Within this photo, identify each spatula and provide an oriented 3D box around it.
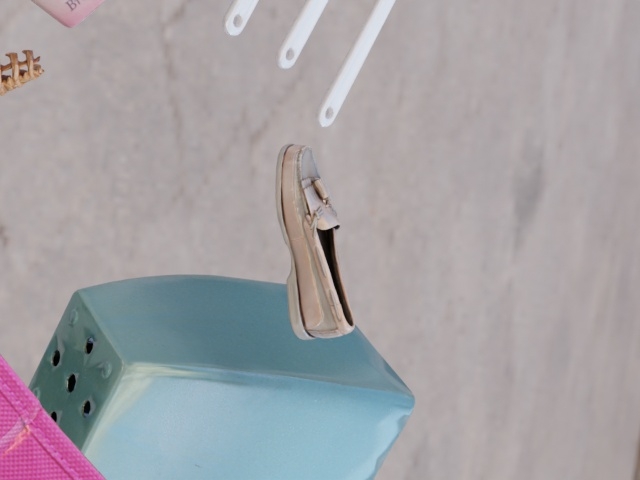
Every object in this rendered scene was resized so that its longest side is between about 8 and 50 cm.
[{"bbox_3d":[0.027,-0.207,1.254,0.168,0.019,0.242,44,67,-48],"label":"spatula"}]

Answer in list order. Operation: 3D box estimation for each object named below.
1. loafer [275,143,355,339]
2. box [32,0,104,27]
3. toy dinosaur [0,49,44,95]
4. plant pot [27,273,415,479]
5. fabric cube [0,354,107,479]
[{"bbox_3d":[0.000,0.000,1.157,0.045,0.039,0.125,-12,98,-62],"label":"loafer"},{"bbox_3d":[-0.167,-0.249,0.960,0.232,0.149,0.127,37,26,-36],"label":"box"},{"bbox_3d":[-0.373,-0.124,1.424,0.164,0.322,0.218,104,-5,-59],"label":"toy dinosaur"},{"bbox_3d":[-0.090,0.123,1.388,0.234,0.165,0.165,15,112,-36],"label":"plant pot"},{"bbox_3d":[-0.240,0.140,0.652,0.258,0.254,0.259,-48,115,-25],"label":"fabric cube"}]
